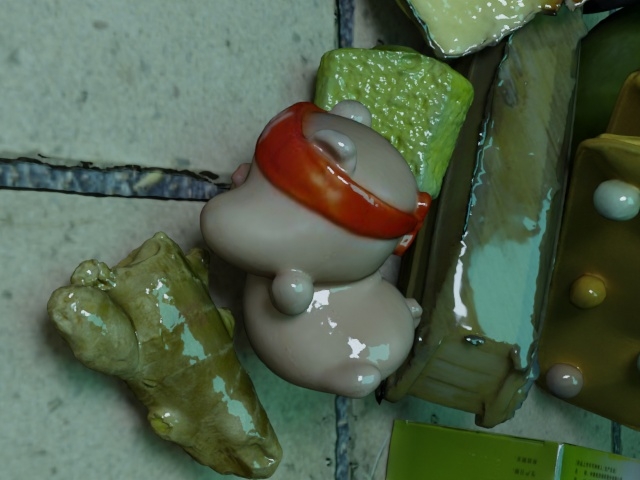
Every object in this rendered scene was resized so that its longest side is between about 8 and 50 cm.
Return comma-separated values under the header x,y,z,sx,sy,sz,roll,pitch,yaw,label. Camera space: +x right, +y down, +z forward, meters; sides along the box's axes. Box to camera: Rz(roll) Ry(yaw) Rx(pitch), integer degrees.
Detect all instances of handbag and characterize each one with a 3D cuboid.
x,y,z,sx,sy,sz,roll,pitch,yaw,label
0.353,0.053,0.930,0.133,0.283,0.401,-53,156,-33,handbag

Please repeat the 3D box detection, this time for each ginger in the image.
x,y,z,sx,sy,sz,roll,pitch,yaw,label
-0.097,0.074,0.693,0.205,0.081,0.115,52,19,-32,ginger

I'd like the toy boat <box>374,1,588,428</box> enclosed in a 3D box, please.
x,y,z,sx,sy,sz,roll,pitch,yaw,label
0.153,-0.056,0.912,0.135,0.162,0.446,16,75,-11,toy boat

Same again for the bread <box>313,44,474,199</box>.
x,y,z,sx,sy,sz,roll,pitch,yaw,label
0.055,-0.096,0.833,0.111,0.129,0.114,27,76,-76,bread

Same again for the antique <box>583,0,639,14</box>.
x,y,z,sx,sy,sz,roll,pitch,yaw,label
0.319,-0.366,1.033,0.185,0.255,0.322,39,72,-16,antique

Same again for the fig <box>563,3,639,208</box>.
x,y,z,sx,sy,sz,roll,pitch,yaw,label
0.400,-0.116,1.058,0.316,0.316,0.316,2,87,-47,fig

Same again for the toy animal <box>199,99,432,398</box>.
x,y,z,sx,sy,sz,roll,pitch,yaw,label
0.000,0.000,0.727,0.171,0.171,0.198,-17,108,-46,toy animal

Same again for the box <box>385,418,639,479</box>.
x,y,z,sx,sy,sz,roll,pitch,yaw,label
0.208,0.219,0.942,0.260,0.175,0.062,22,74,-44,box

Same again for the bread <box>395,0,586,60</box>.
x,y,z,sx,sy,sz,roll,pitch,yaw,label
0.156,-0.276,0.818,0.178,0.240,0.135,59,5,22,bread
